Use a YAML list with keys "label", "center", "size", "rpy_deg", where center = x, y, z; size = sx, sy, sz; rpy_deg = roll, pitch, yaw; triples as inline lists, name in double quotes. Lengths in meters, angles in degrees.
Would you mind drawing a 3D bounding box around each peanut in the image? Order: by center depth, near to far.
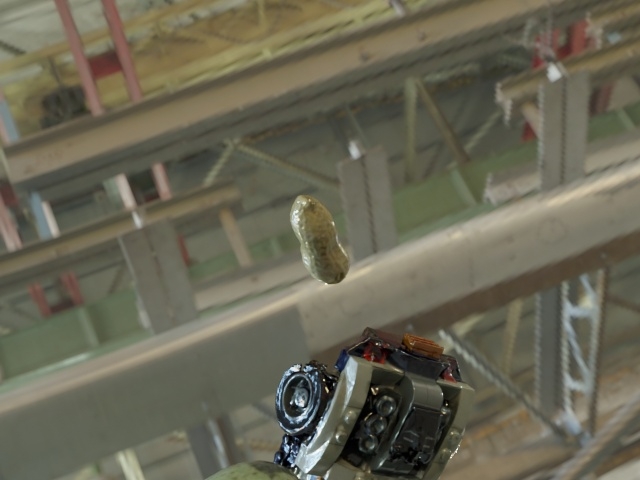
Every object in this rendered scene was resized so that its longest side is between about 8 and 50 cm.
- label: "peanut"
  center: [0.000, 0.000, 0.989]
  size: [0.037, 0.037, 0.083]
  rpy_deg: [-21, -57, -8]

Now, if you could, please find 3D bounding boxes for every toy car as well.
- label: "toy car"
  center: [0.025, 0.220, 1.174]
  size: [0.193, 0.118, 0.301]
  rpy_deg: [19, -76, -38]

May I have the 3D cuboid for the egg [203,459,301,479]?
- label: "egg"
  center: [-0.061, 0.241, 0.920]
  size: [0.141, 0.181, 0.141]
  rpy_deg: [15, -34, 10]
